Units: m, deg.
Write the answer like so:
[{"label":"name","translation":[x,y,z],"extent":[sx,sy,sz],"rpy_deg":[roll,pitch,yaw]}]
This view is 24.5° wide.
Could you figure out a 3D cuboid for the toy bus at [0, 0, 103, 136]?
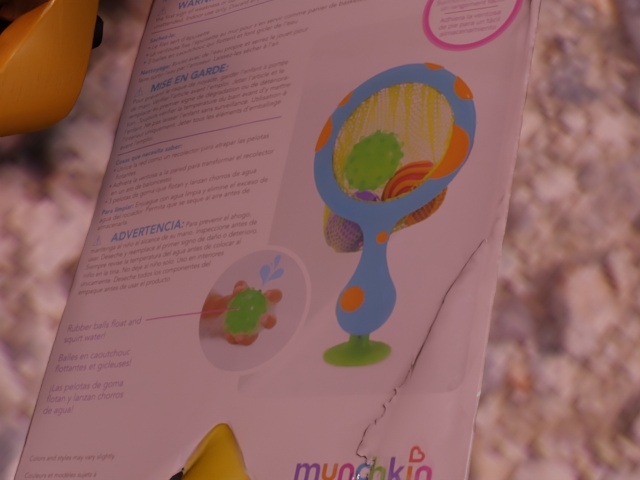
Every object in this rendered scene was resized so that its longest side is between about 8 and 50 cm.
[{"label":"toy bus","translation":[-0.105,-0.070,0.374],"extent":[0.202,0.191,0.104],"rpy_deg":[7,109,-14]}]

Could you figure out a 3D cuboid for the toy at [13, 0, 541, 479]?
[{"label":"toy","translation":[0.000,0.000,0.390],"extent":[0.056,0.137,0.237],"rpy_deg":[45,50,-43]}]
